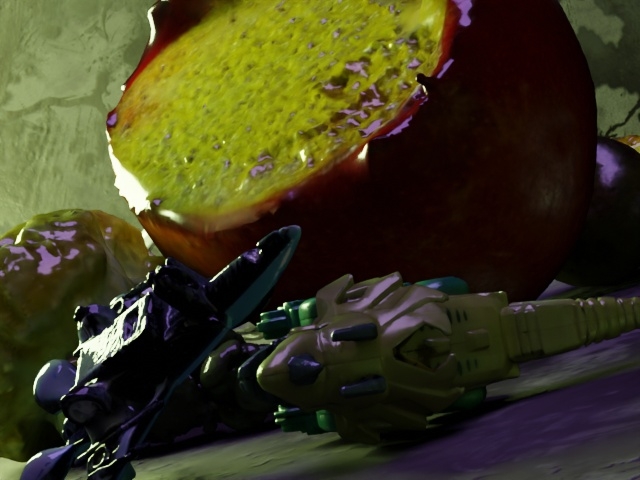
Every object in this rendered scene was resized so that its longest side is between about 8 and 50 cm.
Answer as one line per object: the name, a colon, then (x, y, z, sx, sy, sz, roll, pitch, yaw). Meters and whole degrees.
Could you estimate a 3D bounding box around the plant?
plant: (-0.085, 0.099, 1.195, 0.174, 0.087, 0.085, -11, 39, 28)

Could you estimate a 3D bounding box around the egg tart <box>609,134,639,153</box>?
egg tart: (0.369, -0.068, 1.694, 0.294, 0.123, 0.294, -19, -1, 0)

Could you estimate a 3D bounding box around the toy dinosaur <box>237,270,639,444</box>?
toy dinosaur: (0.069, 0.058, 0.990, 0.259, 0.094, 0.153, -8, -1, -22)

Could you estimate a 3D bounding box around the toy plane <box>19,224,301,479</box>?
toy plane: (-0.096, 0.060, 1.029, 0.078, 0.169, 0.246, 25, -50, -21)

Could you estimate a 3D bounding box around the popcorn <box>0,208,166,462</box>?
popcorn: (-0.200, 0.073, 1.347, 0.204, 0.183, 0.221, -52, -15, 23)

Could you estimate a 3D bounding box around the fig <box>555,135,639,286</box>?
fig: (0.230, -0.001, 1.476, 0.133, 0.185, 0.127, -1, 45, 23)

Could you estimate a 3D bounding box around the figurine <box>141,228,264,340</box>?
figurine: (-0.139, 0.053, 1.715, 0.284, 0.206, 0.316, -21, 7, 7)

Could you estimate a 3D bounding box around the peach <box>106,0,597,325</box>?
peach: (0.038, -0.076, 1.339, 0.310, 0.335, 0.406, 32, -13, -35)
